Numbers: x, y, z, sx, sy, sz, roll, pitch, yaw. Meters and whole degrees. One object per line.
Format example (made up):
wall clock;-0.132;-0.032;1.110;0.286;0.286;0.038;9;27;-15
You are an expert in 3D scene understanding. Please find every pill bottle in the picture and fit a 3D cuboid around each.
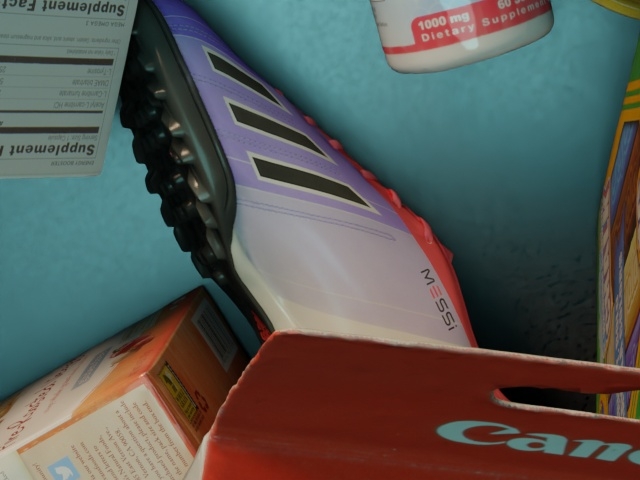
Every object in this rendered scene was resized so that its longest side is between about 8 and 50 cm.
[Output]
pill bottle;0.054;-0.168;0.827;0.087;0.087;0.160;-15;103;9

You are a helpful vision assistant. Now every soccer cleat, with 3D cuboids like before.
soccer cleat;0.000;0.000;0.882;0.116;0.108;0.318;-31;92;-16

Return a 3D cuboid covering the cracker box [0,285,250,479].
cracker box;-0.154;0.123;0.888;0.232;0.156;0.067;-31;99;12

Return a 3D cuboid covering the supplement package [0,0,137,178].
supplement package;-0.169;-0.163;0.802;0.139;0.133;0.244;26;109;38

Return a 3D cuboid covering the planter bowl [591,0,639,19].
planter bowl;0.188;-0.206;0.767;0.217;0.090;0.217;-2;98;-14

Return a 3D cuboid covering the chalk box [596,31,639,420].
chalk box;0.222;0.036;0.789;0.180;0.289;0.179;3;67;3

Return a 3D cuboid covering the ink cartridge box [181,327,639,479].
ink cartridge box;0.086;0.160;0.748;0.308;0.385;0.091;8;64;-11
